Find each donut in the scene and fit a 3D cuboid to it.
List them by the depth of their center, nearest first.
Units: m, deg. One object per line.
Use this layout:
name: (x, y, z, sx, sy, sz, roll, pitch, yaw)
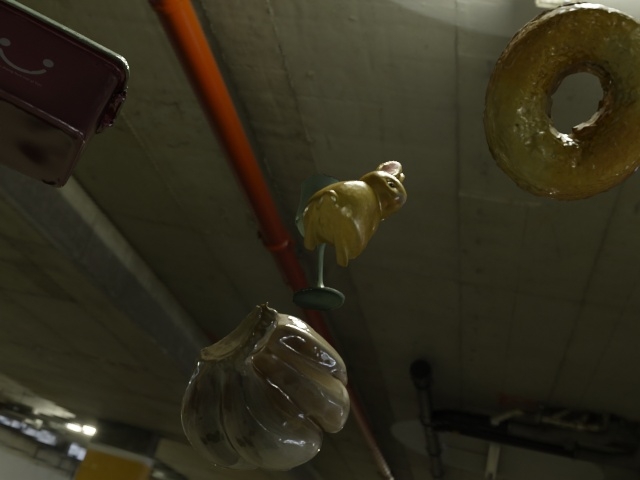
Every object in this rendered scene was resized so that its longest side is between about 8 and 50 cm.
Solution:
donut: (0.224, -0.122, 0.674, 0.162, 0.179, 0.065, 19, 10, 16)

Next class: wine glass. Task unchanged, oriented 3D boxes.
wine glass: (0.000, 0.000, 1.132, 0.079, 0.196, 0.079, 2, -30, 1)

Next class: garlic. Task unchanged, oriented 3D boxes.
garlic: (-0.078, 0.238, 1.155, 0.210, 0.237, 0.292, -3, -55, 44)

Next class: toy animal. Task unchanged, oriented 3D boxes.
toy animal: (0.052, -0.046, 0.813, 0.070, 0.159, 0.083, 27, -48, 30)

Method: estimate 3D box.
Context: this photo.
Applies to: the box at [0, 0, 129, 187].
box: (-0.454, -0.220, 1.132, 0.293, 0.168, 0.193, 26, -38, -17)
